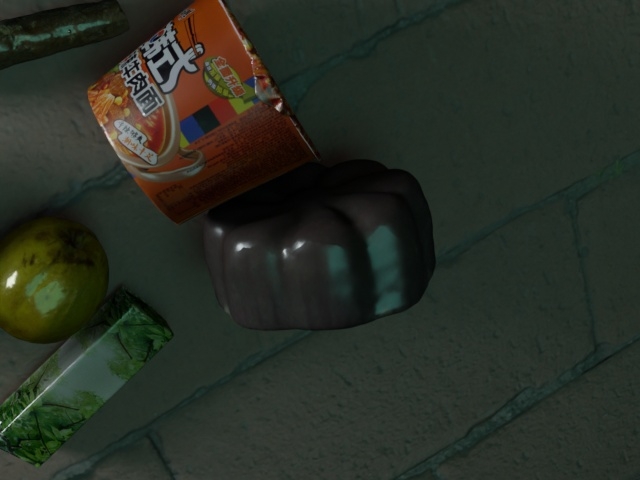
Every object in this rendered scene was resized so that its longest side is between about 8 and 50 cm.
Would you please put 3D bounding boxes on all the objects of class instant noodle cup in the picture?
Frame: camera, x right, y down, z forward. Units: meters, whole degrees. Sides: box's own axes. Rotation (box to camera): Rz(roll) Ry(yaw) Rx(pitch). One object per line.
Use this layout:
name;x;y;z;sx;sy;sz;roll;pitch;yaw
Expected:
instant noodle cup;-0.141;-0.149;1.042;0.192;0.250;0.250;-33;126;2

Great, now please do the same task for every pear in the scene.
pear;-0.345;0.051;1.094;0.149;0.149;0.162;31;104;-35

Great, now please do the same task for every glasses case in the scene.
glasses case;-0.339;0.191;1.222;0.272;0.062;0.095;-43;132;1

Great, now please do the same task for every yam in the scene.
yam;-0.358;-0.225;0.996;0.274;0.061;0.061;-21;123;-17

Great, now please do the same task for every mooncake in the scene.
mooncake;0.000;0.000;1.156;0.306;0.306;0.154;-19;118;-16
